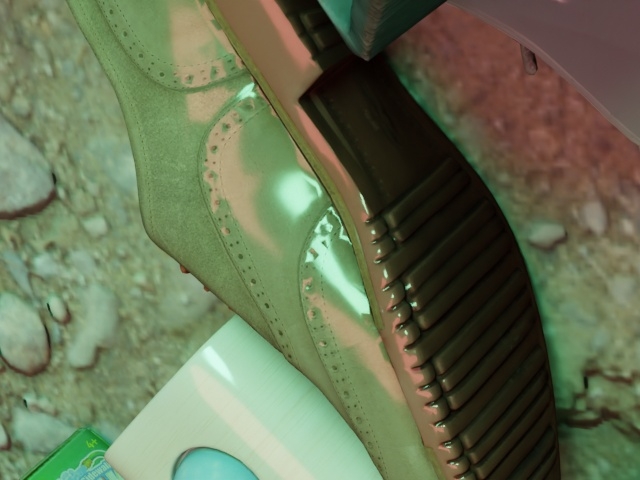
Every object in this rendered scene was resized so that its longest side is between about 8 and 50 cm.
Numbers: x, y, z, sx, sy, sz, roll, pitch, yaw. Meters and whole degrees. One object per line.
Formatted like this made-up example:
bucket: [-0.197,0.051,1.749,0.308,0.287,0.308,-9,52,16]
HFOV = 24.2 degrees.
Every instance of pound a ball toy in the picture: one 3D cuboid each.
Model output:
pound a ball toy: [0.026,0.197,0.765,0.319,0.136,0.208,45,130,2]

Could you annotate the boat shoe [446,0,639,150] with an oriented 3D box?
boat shoe: [0.094,-0.116,0.561,0.306,0.105,0.113,21,120,2]

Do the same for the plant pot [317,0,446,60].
plant pot: [0.051,-0.223,0.372,0.252,0.248,0.247,-33,92,1]

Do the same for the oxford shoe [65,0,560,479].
oxford shoe: [0.000,0.000,0.675,0.130,0.123,0.348,-22,93,31]

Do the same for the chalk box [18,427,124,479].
chalk box: [-0.153,0.213,0.887,0.213,0.132,0.132,38,130,6]
